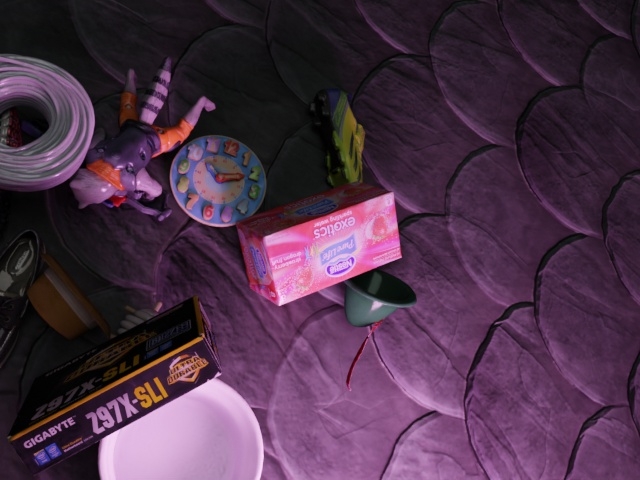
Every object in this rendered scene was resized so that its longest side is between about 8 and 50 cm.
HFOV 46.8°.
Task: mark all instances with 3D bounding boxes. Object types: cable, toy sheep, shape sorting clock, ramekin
[{"bbox_3d":[-0.537,-0.208,1.314,0.257,0.089,0.257,-1,72,-21],"label":"cable"},{"bbox_3d":[-0.337,0.169,1.377,0.091,0.091,0.132,30,76,-7],"label":"toy sheep"},{"bbox_3d":[-0.214,-0.129,1.563,0.206,0.040,0.206,7,67,-17],"label":"shape sorting clock"},{"bbox_3d":[-0.249,0.379,1.297,0.277,0.135,0.277,7,68,-17],"label":"ramekin"}]

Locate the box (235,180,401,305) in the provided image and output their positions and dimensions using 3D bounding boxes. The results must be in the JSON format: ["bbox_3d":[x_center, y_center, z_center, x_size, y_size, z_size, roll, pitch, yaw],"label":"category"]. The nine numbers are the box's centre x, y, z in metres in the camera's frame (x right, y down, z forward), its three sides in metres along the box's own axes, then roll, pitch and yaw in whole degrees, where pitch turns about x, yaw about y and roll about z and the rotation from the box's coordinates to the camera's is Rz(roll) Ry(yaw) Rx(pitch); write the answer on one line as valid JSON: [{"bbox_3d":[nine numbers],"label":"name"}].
[{"bbox_3d":[0.000,0.000,1.502,0.299,0.142,0.154,-19,112,-25],"label":"box"}]

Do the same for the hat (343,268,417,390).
[{"bbox_3d":[0.085,0.171,1.559,0.173,0.184,0.208,31,20,30],"label":"hat"}]

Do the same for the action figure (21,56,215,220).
[{"bbox_3d":[-0.409,-0.212,1.452,0.341,0.178,0.330,27,60,-6],"label":"action figure"}]

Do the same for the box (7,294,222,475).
[{"bbox_3d":[-0.325,0.222,1.209,0.321,0.257,0.079,-28,106,-6],"label":"box"}]

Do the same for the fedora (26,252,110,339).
[{"bbox_3d":[-0.455,0.113,1.310,0.079,0.194,0.194,-39,86,-16],"label":"fedora"}]

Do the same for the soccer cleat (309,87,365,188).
[{"bbox_3d":[0.062,-0.215,1.670,0.121,0.093,0.289,-5,72,-29],"label":"soccer cleat"}]

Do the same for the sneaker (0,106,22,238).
[{"bbox_3d":[-0.630,-0.150,1.378,0.111,0.121,0.299,7,66,-10],"label":"sneaker"}]

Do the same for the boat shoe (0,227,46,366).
[{"bbox_3d":[-0.569,0.104,1.312,0.102,0.092,0.285,21,63,-10],"label":"boat shoe"}]
